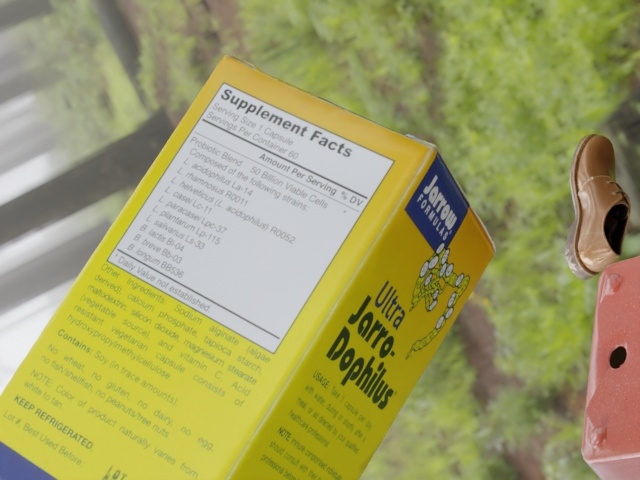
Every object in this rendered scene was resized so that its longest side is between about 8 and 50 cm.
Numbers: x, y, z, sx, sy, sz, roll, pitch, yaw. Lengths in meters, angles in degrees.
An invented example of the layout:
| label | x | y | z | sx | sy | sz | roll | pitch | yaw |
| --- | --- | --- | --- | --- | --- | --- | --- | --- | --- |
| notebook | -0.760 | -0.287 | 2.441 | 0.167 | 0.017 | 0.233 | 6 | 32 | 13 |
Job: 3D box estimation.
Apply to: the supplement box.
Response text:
| label | x | y | z | sx | sy | sz | roll | pitch | yaw |
| --- | --- | --- | --- | --- | --- | --- | --- | --- | --- |
| supplement box | -0.056 | 0.079 | 1.143 | 0.194 | 0.357 | 0.195 | 27 | 169 | 28 |

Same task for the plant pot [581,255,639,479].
| label | x | y | z | sx | sy | sz | roll | pitch | yaw |
| --- | --- | --- | --- | --- | --- | --- | --- | --- | --- |
| plant pot | 0.371 | 0.125 | 1.295 | 0.267 | 0.235 | 0.267 | -20 | 54 | 53 |

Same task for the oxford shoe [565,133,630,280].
| label | x | y | z | sx | sy | sz | roll | pitch | yaw |
| --- | --- | --- | --- | --- | --- | --- | --- | --- | --- |
| oxford shoe | 0.363 | -0.052 | 1.953 | 0.076 | 0.076 | 0.212 | 28 | -127 | -30 |
